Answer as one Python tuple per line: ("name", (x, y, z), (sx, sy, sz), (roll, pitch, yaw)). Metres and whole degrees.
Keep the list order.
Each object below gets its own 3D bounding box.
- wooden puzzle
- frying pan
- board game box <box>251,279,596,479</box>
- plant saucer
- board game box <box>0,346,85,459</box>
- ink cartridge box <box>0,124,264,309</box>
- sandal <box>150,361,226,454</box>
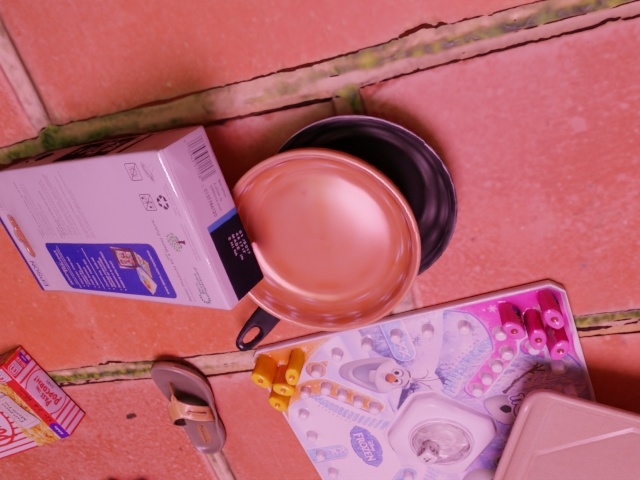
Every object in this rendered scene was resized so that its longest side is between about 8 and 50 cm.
("wooden puzzle", (0.323, 0.272, 0.656), (0.239, 0.044, 0.220), (11, 121, 8))
("frying pan", (0.026, 0.016, 0.623), (0.197, 0.053, 0.326), (16, 124, 3))
("board game box", (0.155, 0.262, 0.743), (0.390, 0.050, 0.389), (-16, 115, 20))
("plant saucer", (0.000, 0.000, 0.574), (0.200, 0.037, 0.199), (6, 118, 11))
("board game box", (-0.476, 0.251, 0.863), (0.194, 0.045, 0.146), (-24, 113, 23))
("ink cartridge box", (-0.223, -0.019, 0.607), (0.333, 0.065, 0.165), (1, 122, 35))
("sandal", (-0.181, 0.240, 0.796), (0.072, 0.049, 0.180), (-9, 118, 16))
